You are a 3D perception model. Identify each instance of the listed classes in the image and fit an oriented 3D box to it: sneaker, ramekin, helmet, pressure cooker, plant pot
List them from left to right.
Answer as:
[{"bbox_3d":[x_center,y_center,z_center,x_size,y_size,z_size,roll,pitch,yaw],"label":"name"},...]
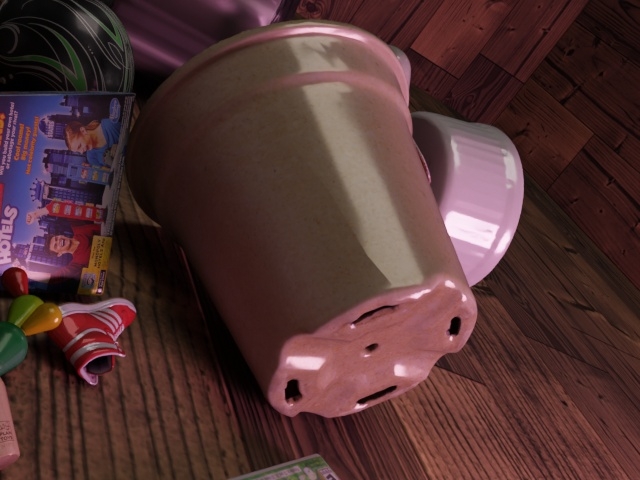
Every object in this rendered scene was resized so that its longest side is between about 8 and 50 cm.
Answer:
[{"bbox_3d":[-0.307,-0.217,1.111,0.161,0.169,0.169,19,20,1],"label":"helmet"},{"bbox_3d":[-0.184,0.085,0.780,0.067,0.042,0.118,49,16,15],"label":"sneaker"},{"bbox_3d":[-0.271,-0.445,1.386,0.420,0.375,0.370,24,3,-33],"label":"pressure cooker"},{"bbox_3d":[0.000,0.000,0.946,0.334,0.334,0.305,16,39,-47],"label":"plant pot"},{"bbox_3d":[0.169,-0.066,1.417,0.135,0.277,0.277,15,28,-32],"label":"ramekin"}]

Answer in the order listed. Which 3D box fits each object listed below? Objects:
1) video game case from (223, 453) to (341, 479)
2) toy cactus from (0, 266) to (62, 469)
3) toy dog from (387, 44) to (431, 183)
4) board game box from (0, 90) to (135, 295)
[{"bbox_3d":[-0.004,0.260,0.715,0.193,0.023,0.212,47,21,25],"label":"video game case"},{"bbox_3d":[-0.247,0.069,0.625,0.180,0.112,0.219,60,7,17],"label":"toy cactus"},{"bbox_3d":[0.061,-0.070,1.205,0.161,0.220,0.333,-47,119,-52],"label":"toy dog"},{"bbox_3d":[-0.266,-0.056,0.791,0.060,0.194,0.194,9,-1,38],"label":"board game box"}]
